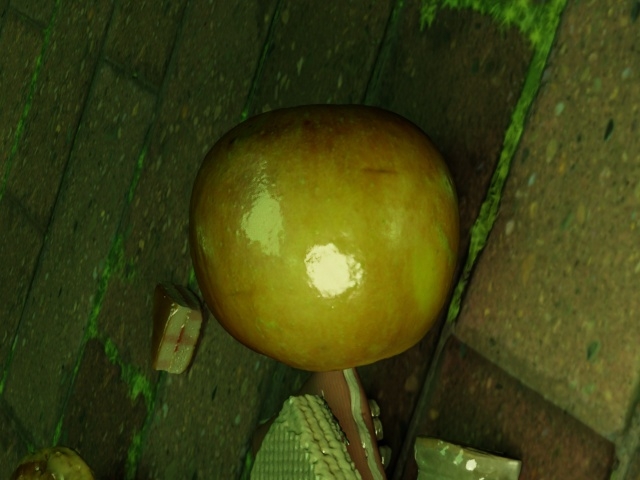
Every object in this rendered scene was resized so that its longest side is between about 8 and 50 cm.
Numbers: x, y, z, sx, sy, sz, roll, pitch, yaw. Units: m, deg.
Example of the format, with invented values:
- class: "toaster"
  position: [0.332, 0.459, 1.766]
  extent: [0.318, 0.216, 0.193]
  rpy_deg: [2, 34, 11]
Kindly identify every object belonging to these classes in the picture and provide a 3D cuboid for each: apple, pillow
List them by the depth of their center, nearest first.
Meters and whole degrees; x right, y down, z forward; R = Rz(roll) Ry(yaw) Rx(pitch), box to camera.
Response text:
- class: "apple"
  position: [0.000, 0.000, 1.293]
  extent: [0.237, 0.237, 0.208]
  rpy_deg: [-8, 84, 60]
- class: "pillow"
  position: [0.001, 0.195, 1.353]
  extent: [0.179, 0.075, 0.171]
  rpy_deg: [-49, 44, 46]

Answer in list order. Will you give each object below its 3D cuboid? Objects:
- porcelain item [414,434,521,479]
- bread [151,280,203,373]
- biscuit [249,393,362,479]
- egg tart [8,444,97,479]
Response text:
- class: "porcelain item"
  position: [0.089, 0.254, 1.175]
  extent: [0.081, 0.069, 0.216]
  rpy_deg: [7, 83, 49]
- class: "bread"
  position: [-0.151, 0.083, 1.712]
  extent: [0.062, 0.043, 0.109]
  rpy_deg: [-42, 42, 50]
- class: "biscuit"
  position: [0.001, 0.249, 1.218]
  extent: [0.150, 0.052, 0.252]
  rpy_deg: [-64, 34, 31]
- class: "egg tart"
  position: [-0.282, 0.370, 1.755]
  extent: [0.290, 0.115, 0.290]
  rpy_deg: [-28, 56, 54]
